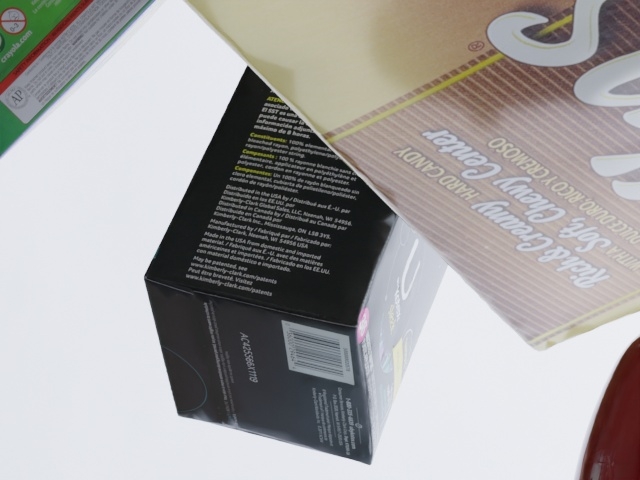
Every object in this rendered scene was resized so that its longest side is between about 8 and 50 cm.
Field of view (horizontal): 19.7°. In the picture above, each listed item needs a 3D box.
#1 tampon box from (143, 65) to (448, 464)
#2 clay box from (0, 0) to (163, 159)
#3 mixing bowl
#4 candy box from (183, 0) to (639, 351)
[{"bbox_3d":[0.000,0.000,0.870,0.101,0.161,0.120,13,-35,15],"label":"tampon box"},{"bbox_3d":[-0.109,-0.110,0.855,0.053,0.222,0.127,44,-82,-7],"label":"clay box"},{"bbox_3d":[0.220,0.091,0.968,0.181,0.181,0.098,-6,-98,53],"label":"mixing bowl"},{"bbox_3d":[0.070,-0.092,0.435,0.183,0.316,0.088,-22,-121,18],"label":"candy box"}]
